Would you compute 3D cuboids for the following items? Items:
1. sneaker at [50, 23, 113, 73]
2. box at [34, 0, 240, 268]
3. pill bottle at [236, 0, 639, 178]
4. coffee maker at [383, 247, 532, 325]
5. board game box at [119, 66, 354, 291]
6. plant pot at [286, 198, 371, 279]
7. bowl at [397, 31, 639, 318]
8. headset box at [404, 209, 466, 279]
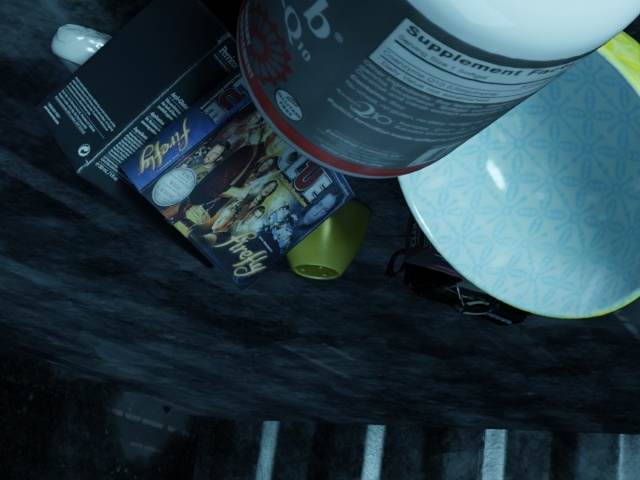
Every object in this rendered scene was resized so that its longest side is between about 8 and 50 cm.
[{"bbox_3d":[-0.206,-0.133,1.026,0.090,0.115,0.232,32,175,34],"label":"sneaker"},{"bbox_3d":[-0.125,-0.104,0.988,0.184,0.103,0.261,-40,150,2],"label":"box"},{"bbox_3d":[0.088,-0.187,0.630,0.210,0.210,0.363,14,162,-16],"label":"pill bottle"},{"bbox_3d":[0.221,0.047,1.442,0.178,0.120,0.171,21,180,-32],"label":"coffee maker"},{"bbox_3d":[-0.070,-0.058,0.971,0.042,0.165,0.243,48,178,30],"label":"board game box"},{"bbox_3d":[0.000,0.000,1.384,0.134,0.095,0.134,7,160,2],"label":"plant pot"},{"bbox_3d":[0.223,-0.090,0.902,0.156,0.289,0.289,-32,-170,-39],"label":"bowl"},{"bbox_3d":[0.253,-0.023,1.198,0.218,0.110,0.293,15,159,-20],"label":"headset box"}]
